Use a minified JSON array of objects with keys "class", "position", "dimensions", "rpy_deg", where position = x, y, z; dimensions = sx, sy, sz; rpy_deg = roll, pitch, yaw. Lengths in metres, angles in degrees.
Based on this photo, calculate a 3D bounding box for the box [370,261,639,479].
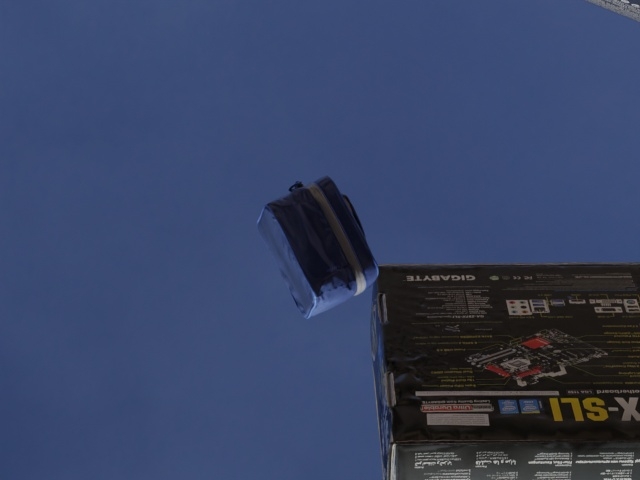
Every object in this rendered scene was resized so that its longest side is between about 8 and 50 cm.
[{"class":"box","position":[0.202,0.107,1.302],"dimensions":[0.322,0.079,0.257],"rpy_deg":[-1,-151,-2]}]

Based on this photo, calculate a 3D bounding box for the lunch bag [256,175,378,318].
[{"class":"lunch bag","position":[0.000,0.000,1.294],"dimensions":[0.065,0.067,0.098],"rpy_deg":[-24,-99,-16]}]

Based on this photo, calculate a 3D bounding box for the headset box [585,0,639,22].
[{"class":"headset box","position":[0.206,-0.267,0.924],"dimensions":[0.218,0.293,0.110],"rpy_deg":[18,179,-13]}]
